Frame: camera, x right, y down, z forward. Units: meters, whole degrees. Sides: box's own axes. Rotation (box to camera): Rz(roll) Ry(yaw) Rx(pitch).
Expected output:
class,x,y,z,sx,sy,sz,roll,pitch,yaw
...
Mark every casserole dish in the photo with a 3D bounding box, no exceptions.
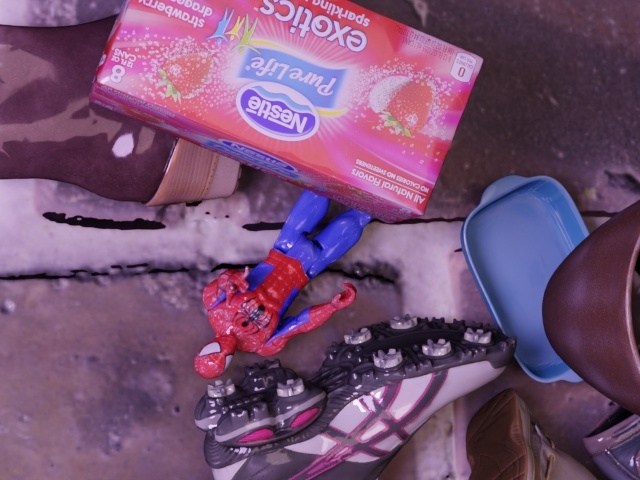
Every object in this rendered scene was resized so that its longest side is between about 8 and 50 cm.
class,x,y,z,sx,sy,sz,roll,pitch,yaw
casserole dish,0.186,0.034,1.459,0.114,0.037,0.188,-28,96,-19

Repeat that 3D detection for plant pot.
class,x,y,z,sx,sy,sz,roll,pitch,yaw
plant pot,0.277,0.056,1.349,0.215,0.230,0.215,2,85,-21

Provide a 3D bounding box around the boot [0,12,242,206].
class,x,y,z,sx,sy,sz,roll,pitch,yaw
boot,-0.151,-0.154,1.317,0.207,0.090,0.248,7,88,-22

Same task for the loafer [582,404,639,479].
class,x,y,z,sx,sy,sz,roll,pitch,yaw
loafer,0.329,0.105,1.478,0.084,0.096,0.267,40,73,-6

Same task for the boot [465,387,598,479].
class,x,y,z,sx,sy,sz,roll,pitch,yaw
boot,0.192,0.232,1.377,0.077,0.213,0.165,-40,107,23

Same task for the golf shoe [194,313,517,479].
class,x,y,z,sx,sy,sz,roll,pitch,yaw
golf shoe,0.034,0.140,1.378,0.273,0.105,0.120,-17,109,-14

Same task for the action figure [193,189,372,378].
class,x,y,z,sx,sy,sz,roll,pitch,yaw
action figure,0.000,0.000,1.345,0.091,0.139,0.280,42,77,-12

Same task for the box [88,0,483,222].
class,x,y,z,sx,sy,sz,roll,pitch,yaw
box,-0.028,-0.118,1.247,0.257,0.122,0.128,22,85,-9
